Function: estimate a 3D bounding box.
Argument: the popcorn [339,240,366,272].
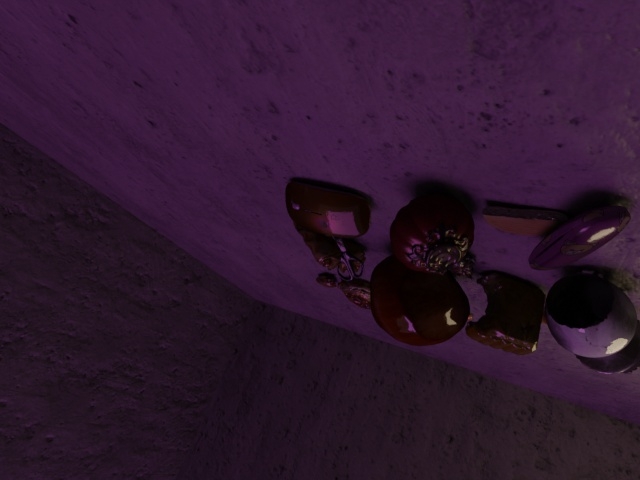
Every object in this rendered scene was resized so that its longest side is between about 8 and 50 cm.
[{"bbox_3d":[0.109,0.064,1.821,0.145,0.126,0.125,14,-168,-40],"label":"popcorn"}]

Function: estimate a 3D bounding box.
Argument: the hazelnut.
[{"bbox_3d":[0.338,0.213,1.620,0.365,0.366,0.366,21,162,7],"label":"hazelnut"}]

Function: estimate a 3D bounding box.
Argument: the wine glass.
[{"bbox_3d":[0.793,0.238,1.305,0.237,0.238,0.323,4,153,46],"label":"wine glass"}]

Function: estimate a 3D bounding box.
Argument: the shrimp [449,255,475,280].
[{"bbox_3d":[0.478,0.088,1.508,0.090,0.079,0.233,-29,141,19],"label":"shrimp"}]

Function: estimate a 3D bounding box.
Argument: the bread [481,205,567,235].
[{"bbox_3d":[0.511,-0.048,1.137,0.192,0.036,0.112,8,160,28],"label":"bread"}]

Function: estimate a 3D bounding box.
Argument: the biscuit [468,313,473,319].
[{"bbox_3d":[0.580,0.329,2.142,0.249,0.030,0.160,23,162,0],"label":"biscuit"}]

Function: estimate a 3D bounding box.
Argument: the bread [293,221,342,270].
[{"bbox_3d":[0.000,0.000,1.646,0.128,0.088,0.232,14,-143,-52],"label":"bread"}]

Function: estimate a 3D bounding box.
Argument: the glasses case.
[{"bbox_3d":[0.593,0.002,1.061,0.123,0.076,0.316,-13,159,-3],"label":"glasses case"}]

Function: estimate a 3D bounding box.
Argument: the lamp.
[{"bbox_3d":[0.295,-0.021,1.208,0.226,0.227,0.227,21,162,7],"label":"lamp"}]

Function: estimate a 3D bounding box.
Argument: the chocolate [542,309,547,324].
[{"bbox_3d":[0.865,0.287,1.610,0.219,0.086,0.085,6,156,48],"label":"chocolate"}]

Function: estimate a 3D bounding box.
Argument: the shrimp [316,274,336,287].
[{"bbox_3d":[0.044,0.221,2.453,0.115,0.051,0.217,20,162,-11],"label":"shrimp"}]

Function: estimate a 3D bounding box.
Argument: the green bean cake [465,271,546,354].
[{"bbox_3d":[0.623,0.243,1.514,0.232,0.236,0.124,19,159,5],"label":"green bean cake"}]

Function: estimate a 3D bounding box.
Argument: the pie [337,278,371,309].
[{"bbox_3d":[0.225,0.283,2.352,0.308,0.086,0.308,21,162,7],"label":"pie"}]

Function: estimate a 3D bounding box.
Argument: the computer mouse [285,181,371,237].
[{"bbox_3d":[0.014,-0.101,1.452,0.310,0.072,0.159,15,125,24],"label":"computer mouse"}]

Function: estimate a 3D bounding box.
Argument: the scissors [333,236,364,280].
[{"bbox_3d":[0.079,0.028,1.707,0.109,0.022,0.300,-16,117,15],"label":"scissors"}]
